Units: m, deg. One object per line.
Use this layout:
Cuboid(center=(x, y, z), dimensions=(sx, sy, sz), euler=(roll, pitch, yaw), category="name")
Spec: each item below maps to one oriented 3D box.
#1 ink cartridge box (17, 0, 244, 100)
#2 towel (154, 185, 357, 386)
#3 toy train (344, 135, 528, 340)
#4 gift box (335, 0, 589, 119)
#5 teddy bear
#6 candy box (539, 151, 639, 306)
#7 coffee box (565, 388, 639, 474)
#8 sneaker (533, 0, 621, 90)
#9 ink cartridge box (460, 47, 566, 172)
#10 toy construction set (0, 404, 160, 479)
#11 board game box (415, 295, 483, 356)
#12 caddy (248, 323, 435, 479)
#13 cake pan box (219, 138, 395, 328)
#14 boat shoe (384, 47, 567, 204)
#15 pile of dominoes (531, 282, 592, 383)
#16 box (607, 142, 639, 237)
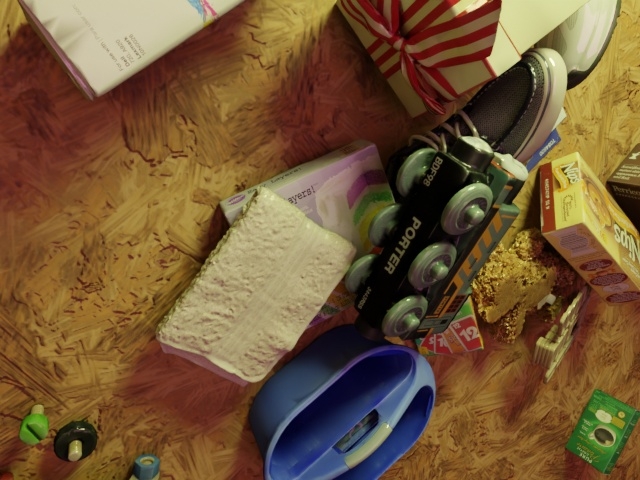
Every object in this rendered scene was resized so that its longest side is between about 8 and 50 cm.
Cuboid(center=(-0.185, -0.286, 0.567), dimensions=(0.278, 0.201, 0.117), euler=(-39, 118, -12), category="ink cartridge box")
Cuboid(center=(-0.094, 0.078, 0.734), dimensions=(0.187, 0.049, 0.282), euler=(33, 96, -26), category="towel")
Cuboid(center=(0.169, 0.009, 0.726), dimensions=(0.190, 0.142, 0.333), euler=(3, 122, -40), category="toy train")
Cuboid(center=(0.185, -0.344, 0.677), dimensions=(0.258, 0.276, 0.255), euler=(-39, 95, -11), category="gift box")
Cuboid(center=(0.415, 0.090, 1.040), dimensions=(0.338, 0.113, 0.244), euler=(-14, 117, -31), category="teddy bear")
Cuboid(center=(0.576, -0.015, 1.043), dimensions=(0.316, 0.088, 0.182), euler=(36, 52, -30), category="candy box")
Cuboid(center=(0.737, 0.497, 1.297), dimensions=(0.041, 0.113, 0.184), euler=(25, 90, -33), category="coffee box")
Cuboid(center=(0.326, -0.473, 0.796), dimensions=(0.258, 0.169, 0.446), euler=(0, 98, -11), category="sneaker")
Cuboid(center=(0.377, -0.210, 0.959), dimensions=(0.223, 0.045, 0.224), euler=(-45, 119, -9), category="ink cartridge box")
Cuboid(center=(-0.352, 0.442, 0.665), dimensions=(0.258, 0.237, 0.308), euler=(33, 88, -30), category="toy construction set")
Cuboid(center=(0.217, 0.107, 0.935), dimensions=(0.124, 0.039, 0.259), euler=(-12, 113, 21), category="board game box")
Cuboid(center=(0.043, 0.310, 0.860), dimensions=(0.341, 0.179, 0.241), euler=(-39, 118, -13), category="caddy")
Cuboid(center=(0.000, 0.000, 0.800), dimensions=(0.267, 0.070, 0.245), euler=(-25, 112, -9), category="cake pan box")
Cuboid(center=(0.214, -0.144, 0.768), dimensions=(0.158, 0.127, 0.340), euler=(-6, 148, -21), category="boat shoe")
Cuboid(center=(0.545, 0.186, 1.112), dimensions=(0.251, 0.040, 0.195), euler=(-31, 132, -41), category="pile of dominoes")
Cuboid(center=(0.852, -0.042, 1.159), dimensions=(0.143, 0.191, 0.381), euler=(-46, 118, -9), category="box")
